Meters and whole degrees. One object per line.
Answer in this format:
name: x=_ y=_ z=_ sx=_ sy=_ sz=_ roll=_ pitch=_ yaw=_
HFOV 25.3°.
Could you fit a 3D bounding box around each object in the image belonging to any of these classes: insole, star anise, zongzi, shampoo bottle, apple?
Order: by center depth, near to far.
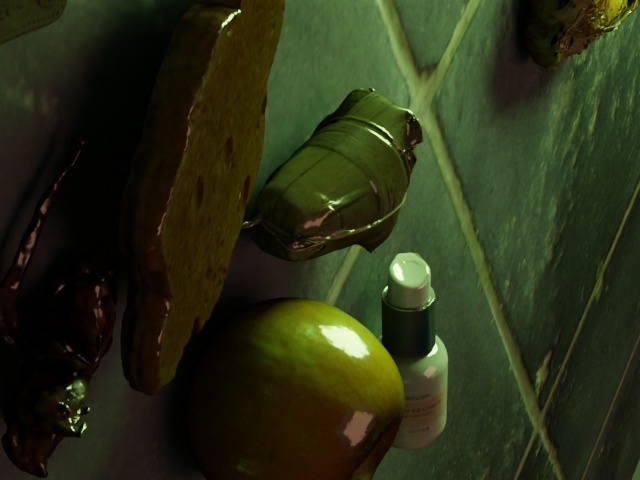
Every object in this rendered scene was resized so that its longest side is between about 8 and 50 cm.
insole: x=-0.170 y=-0.110 z=0.723 sx=0.135 sy=0.002 sz=0.045 roll=-39 pitch=140 yaw=-51
star anise: x=-0.146 y=0.038 z=0.804 sx=0.097 sy=0.070 sz=0.191 roll=-160 pitch=-94 yaw=-87
apple: x=-0.017 y=0.125 z=1.027 sx=0.146 sy=0.147 sz=0.163 roll=-22 pitch=127 yaw=-59
zongzi: x=0.000 y=0.000 z=1.081 sx=0.189 sy=0.081 sz=0.178 roll=-46 pitch=155 yaw=-35
shampoo bottle: x=0.082 y=0.104 z=1.308 sx=0.074 sy=0.074 sz=0.192 roll=-46 pitch=145 yaw=-44

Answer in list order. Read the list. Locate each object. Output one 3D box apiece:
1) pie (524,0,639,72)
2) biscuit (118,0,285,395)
pie: x=0.296 y=-0.326 z=1.462 sx=0.308 sy=0.085 sz=0.308 roll=-44 pitch=143 yaw=-48
biscuit: x=-0.077 y=-0.048 z=0.879 sx=0.208 sy=0.041 sz=0.290 roll=69 pitch=35 yaw=-73
